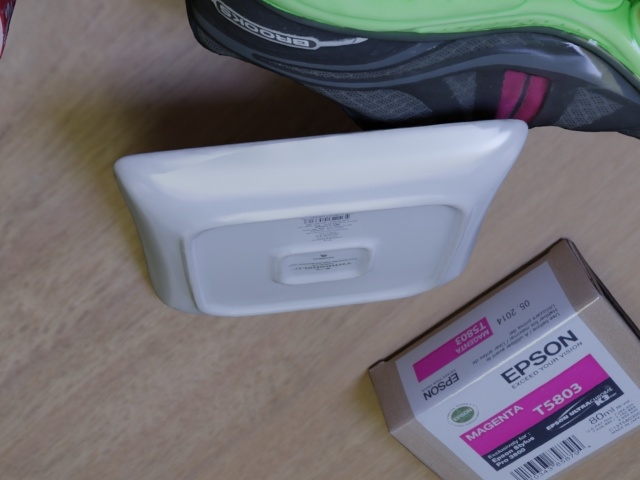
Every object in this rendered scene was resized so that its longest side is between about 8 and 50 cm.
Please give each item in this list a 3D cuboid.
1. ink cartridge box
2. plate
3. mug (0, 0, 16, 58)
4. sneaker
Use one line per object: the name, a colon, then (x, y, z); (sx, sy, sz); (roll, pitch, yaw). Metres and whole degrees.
ink cartridge box: (0.197, 0.140, 1.011); (0.234, 0.088, 0.193); (-36, 127, 15)
plate: (0.000, 0.000, 0.799); (0.277, 0.045, 0.278); (-5, 158, -4)
mug: (-0.237, -0.149, 0.647); (0.113, 0.169, 0.150); (9, 124, -19)
sneaker: (0.125, -0.157, 0.747); (0.482, 0.185, 0.202); (12, 160, -30)
